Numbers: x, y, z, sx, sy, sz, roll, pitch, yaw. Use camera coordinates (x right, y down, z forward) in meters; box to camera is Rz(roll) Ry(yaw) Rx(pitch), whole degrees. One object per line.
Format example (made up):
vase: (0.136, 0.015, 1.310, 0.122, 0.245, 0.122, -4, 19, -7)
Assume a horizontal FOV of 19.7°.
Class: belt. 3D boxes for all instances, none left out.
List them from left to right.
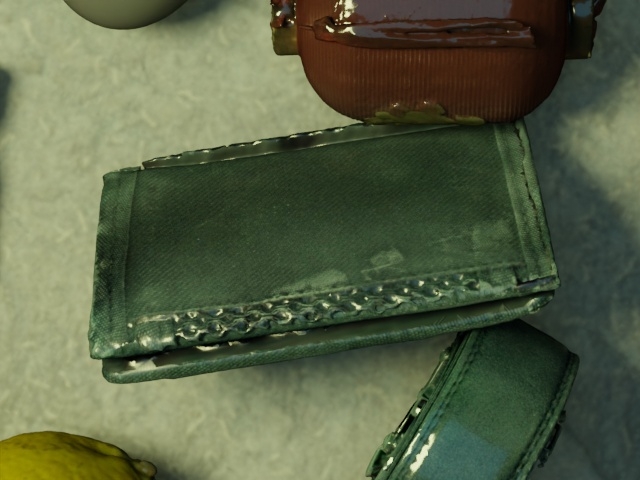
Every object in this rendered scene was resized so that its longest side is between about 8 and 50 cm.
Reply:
belt: (0.096, 0.179, 1.383, 0.116, 0.206, 0.267, 31, 95, 3)

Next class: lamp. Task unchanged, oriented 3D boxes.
lamp: (0.089, -0.171, 1.398, 0.258, 0.180, 0.180, 1, 90, 5)

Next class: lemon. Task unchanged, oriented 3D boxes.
lemon: (-0.215, 0.247, 1.410, 0.231, 0.192, 0.192, -45, 88, 3)

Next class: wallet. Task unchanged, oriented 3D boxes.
wallet: (0.000, 0.000, 1.400, 0.342, 0.237, 0.075, -10, 129, 4)

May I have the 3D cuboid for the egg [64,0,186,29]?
egg: (-0.144, -0.261, 1.428, 0.146, 0.146, 0.199, 16, 84, 3)
